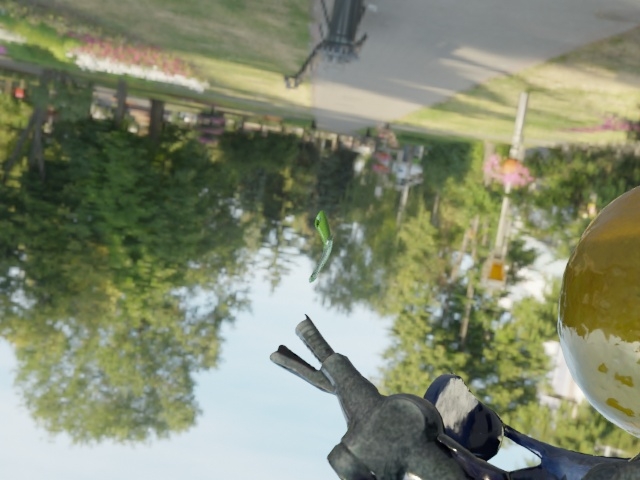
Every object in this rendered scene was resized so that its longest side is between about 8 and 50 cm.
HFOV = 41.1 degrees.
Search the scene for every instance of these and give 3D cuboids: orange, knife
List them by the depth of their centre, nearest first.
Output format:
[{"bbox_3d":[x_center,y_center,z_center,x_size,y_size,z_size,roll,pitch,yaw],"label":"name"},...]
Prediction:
[{"bbox_3d":[0.377,0.075,0.862,0.279,0.279,0.235,3,-179,-43],"label":"orange"},{"bbox_3d":[0.002,0.001,1.234,0.023,0.078,0.166,26,-159,-11],"label":"knife"}]

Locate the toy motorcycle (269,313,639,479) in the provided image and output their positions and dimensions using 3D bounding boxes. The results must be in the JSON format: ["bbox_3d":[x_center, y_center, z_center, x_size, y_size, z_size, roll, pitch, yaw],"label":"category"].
[{"bbox_3d":[0.135,0.127,0.385,0.359,0.125,0.212,-3,142,40],"label":"toy motorcycle"}]
